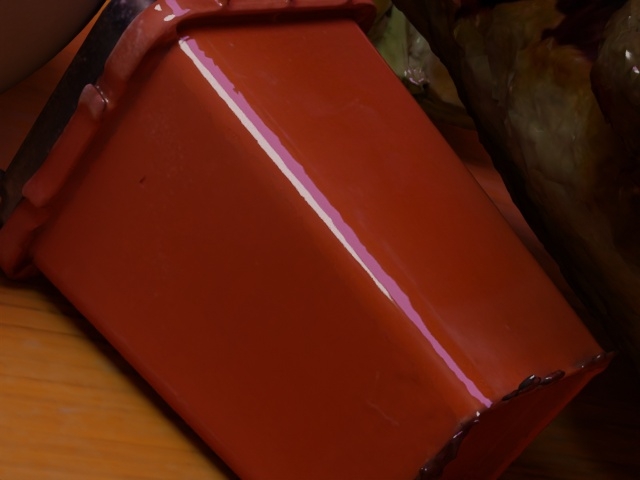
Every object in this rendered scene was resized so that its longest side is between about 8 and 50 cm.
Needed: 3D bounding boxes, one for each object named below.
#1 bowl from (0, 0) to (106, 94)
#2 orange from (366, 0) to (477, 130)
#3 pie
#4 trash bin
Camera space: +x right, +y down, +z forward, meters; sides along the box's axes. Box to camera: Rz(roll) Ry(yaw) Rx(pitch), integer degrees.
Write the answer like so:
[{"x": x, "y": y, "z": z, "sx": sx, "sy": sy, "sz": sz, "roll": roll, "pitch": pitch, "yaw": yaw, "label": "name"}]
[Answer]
[{"x": -0.205, "y": -0.115, "z": 0.657, "sx": 0.345, "sy": 0.345, "sz": 0.157, "roll": 7, "pitch": 72, "yaw": -37, "label": "bowl"}, {"x": 0.064, "y": -0.173, "z": 1.068, "sx": 0.237, "sy": 0.179, "sz": 0.158, "roll": 19, "pitch": 8, "yaw": -12, "label": "orange"}, {"x": 0.180, "y": -0.040, "z": 0.823, "sx": 0.395, "sy": 0.180, "sz": 0.418, "roll": 53, "pitch": -1, "yaw": -28, "label": "pie"}, {"x": 0.000, "y": 0.000, "z": 0.721, "sx": 0.238, "sy": 0.184, "sz": 0.161, "roll": 48, "pitch": 32, "yaw": 20, "label": "trash bin"}]
